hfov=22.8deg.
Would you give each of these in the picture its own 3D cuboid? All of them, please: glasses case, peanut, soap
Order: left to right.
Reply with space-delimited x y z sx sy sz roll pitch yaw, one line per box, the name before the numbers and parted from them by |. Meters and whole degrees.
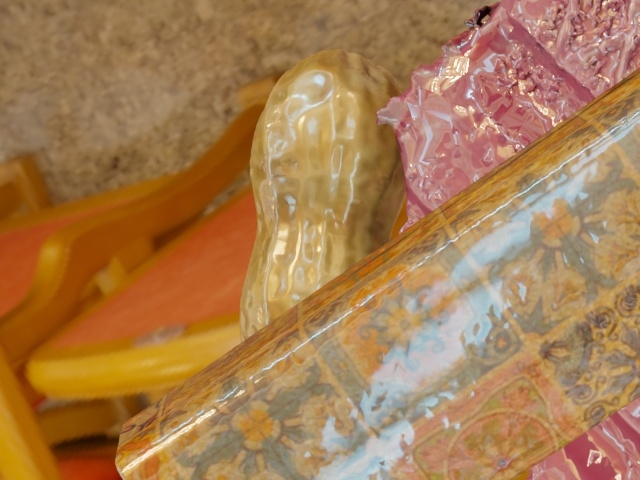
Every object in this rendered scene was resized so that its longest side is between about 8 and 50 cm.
peanut | 0.000 0.000 0.804 0.089 0.089 0.193 14 99 29
glasses case | 0.051 0.026 0.459 0.218 0.049 0.075 -35 99 5
soap | 0.171 0.030 0.682 0.325 0.127 0.220 51 121 18
